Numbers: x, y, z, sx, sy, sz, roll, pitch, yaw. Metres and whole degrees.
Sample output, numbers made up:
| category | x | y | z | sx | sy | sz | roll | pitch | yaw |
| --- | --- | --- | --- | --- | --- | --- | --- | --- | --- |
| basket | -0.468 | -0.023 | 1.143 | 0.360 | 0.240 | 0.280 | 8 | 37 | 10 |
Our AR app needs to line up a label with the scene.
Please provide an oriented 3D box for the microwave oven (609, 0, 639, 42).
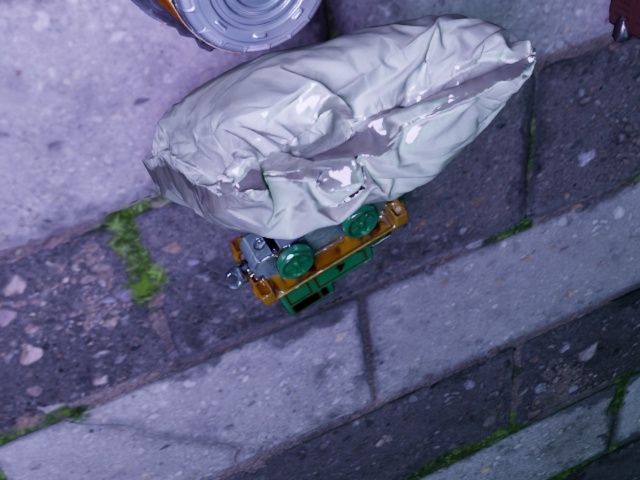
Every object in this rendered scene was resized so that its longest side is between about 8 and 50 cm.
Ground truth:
| category | x | y | z | sx | sy | sz | roll | pitch | yaw |
| --- | --- | --- | --- | --- | --- | --- | --- | --- | --- |
| microwave oven | 0.461 | -0.295 | 0.833 | 0.247 | 0.188 | 0.178 | -20 | 134 | -15 |

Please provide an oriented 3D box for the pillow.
| category | x | y | z | sx | sy | sz | roll | pitch | yaw |
| --- | --- | --- | --- | --- | --- | --- | --- | --- | --- |
| pillow | 0.006 | -0.102 | 0.676 | 0.283 | 0.310 | 0.138 | -25 | 105 | -16 |

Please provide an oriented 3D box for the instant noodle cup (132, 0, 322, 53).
| category | x | y | z | sx | sy | sz | roll | pitch | yaw |
| --- | --- | --- | --- | --- | --- | --- | --- | --- | --- |
| instant noodle cup | -0.071 | -0.227 | 0.629 | 0.177 | 0.125 | 0.208 | -24 | 134 | -9 |

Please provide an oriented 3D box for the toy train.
| category | x | y | z | sx | sy | sz | roll | pitch | yaw |
| --- | --- | --- | --- | --- | --- | --- | --- | --- | --- |
| toy train | 0.000 | 0.000 | 0.888 | 0.227 | 0.091 | 0.136 | -30 | 146 | -6 |
